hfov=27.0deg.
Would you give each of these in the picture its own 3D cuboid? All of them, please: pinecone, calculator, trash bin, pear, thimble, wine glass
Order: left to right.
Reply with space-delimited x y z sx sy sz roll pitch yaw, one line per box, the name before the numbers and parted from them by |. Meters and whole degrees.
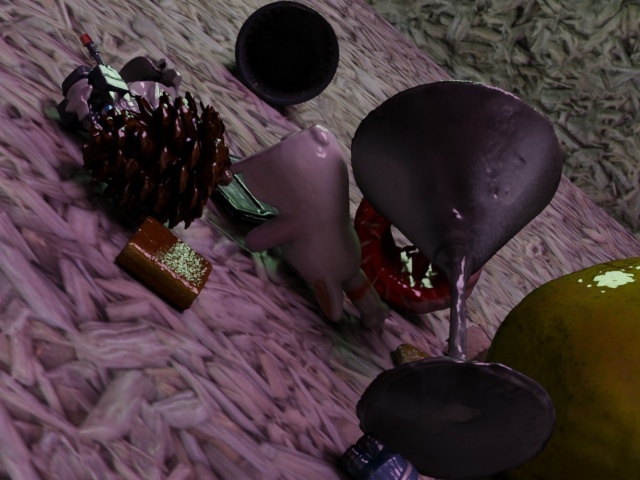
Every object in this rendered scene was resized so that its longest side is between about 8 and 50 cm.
pinecone | -0.183 -0.092 1.498 0.173 0.173 0.173 36 19 -14
calculator | -0.074 -0.065 1.833 0.274 0.028 0.166 13 33 -54
trash bin | -0.058 -0.325 2.289 0.175 0.175 0.161 38 7 -8
thimble | 0.135 0.006 1.870 0.189 0.163 0.125 41 17 -13
wine glass | 0.157 0.045 1.497 0.267 0.267 0.406 32 39 -25
pear | 0.371 0.193 1.621 0.391 0.391 0.391 36 19 -14

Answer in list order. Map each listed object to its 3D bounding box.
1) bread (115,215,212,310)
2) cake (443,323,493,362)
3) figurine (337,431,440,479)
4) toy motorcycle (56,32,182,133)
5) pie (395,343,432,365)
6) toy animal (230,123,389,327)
bread | -0.167 0.024 1.430 0.094 0.035 0.090 38 19 -9
cake | 0.221 0.167 1.885 0.052 0.065 0.121 52 -1 32
figurine | 0.089 0.256 1.343 0.086 0.087 0.149 -34 70 -32
toy motorcycle | -0.236 -0.168 1.645 0.221 0.102 0.150 8 49 -59
pie | 0.129 0.164 1.720 0.084 0.021 0.084 32 23 -16
toy animal | -0.013 -0.006 1.688 0.140 0.138 0.282 -31 114 -51
